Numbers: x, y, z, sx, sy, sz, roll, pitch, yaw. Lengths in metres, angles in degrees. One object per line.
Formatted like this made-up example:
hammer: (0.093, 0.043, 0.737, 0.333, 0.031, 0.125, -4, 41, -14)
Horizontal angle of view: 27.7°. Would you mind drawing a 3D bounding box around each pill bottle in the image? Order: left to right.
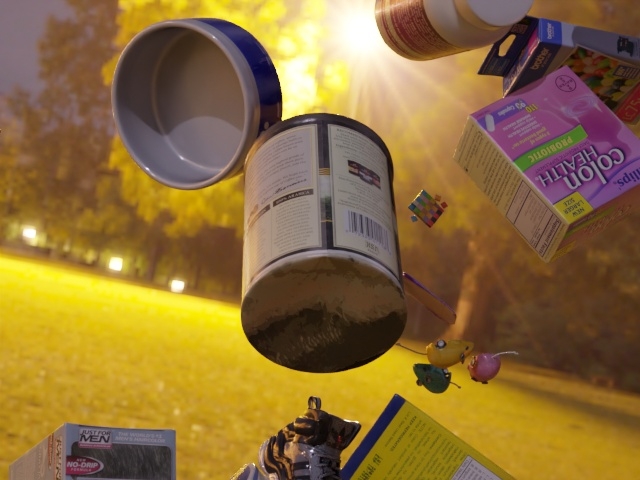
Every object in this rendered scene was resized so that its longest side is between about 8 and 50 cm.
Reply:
pill bottle: (0.217, -0.384, 2.084, 0.169, 0.169, 0.301, 11, -2, -20)

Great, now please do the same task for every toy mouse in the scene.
toy mouse: (0.184, 0.178, 1.738, 0.161, 0.031, 0.143, -5, -34, 3)

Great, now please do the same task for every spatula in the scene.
spatula: (0.090, 0.002, 1.800, 0.030, 0.296, 0.084, -33, -17, -8)

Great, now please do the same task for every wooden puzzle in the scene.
wooden puzzle: (0.170, -0.051, 2.078, 0.049, 0.083, 0.006, 43, -40, -2)

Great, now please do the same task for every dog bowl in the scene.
dog bowl: (-0.194, -0.216, 2.035, 0.265, 0.264, 0.104, 8, 16, 29)

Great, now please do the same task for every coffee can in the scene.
coffee can: (0.000, 0.000, 1.638, 0.202, 0.201, 0.275, 11, 41, -11)

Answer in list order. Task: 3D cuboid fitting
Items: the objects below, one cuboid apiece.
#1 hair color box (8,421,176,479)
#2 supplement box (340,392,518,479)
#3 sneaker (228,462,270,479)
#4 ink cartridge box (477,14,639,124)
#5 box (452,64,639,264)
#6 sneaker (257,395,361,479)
hair color box: (-0.391, 0.401, 2.178, 0.185, 0.113, 0.374, 7, -22, -25)
supplement box: (0.234, 0.469, 2.402, 0.356, 0.194, 0.195, 36, -5, 14)
sneaker: (-0.055, 0.412, 1.675, 0.182, 0.127, 0.315, 51, -10, -14)
ink cartridge box: (0.450, -0.298, 2.284, 0.311, 0.065, 0.186, 12, -30, -9)
box: (0.373, -0.122, 2.045, 0.214, 0.243, 0.117, -28, -24, -25)
sneaker: (0.007, 0.346, 1.955, 0.101, 0.153, 0.268, 25, 15, -38)
